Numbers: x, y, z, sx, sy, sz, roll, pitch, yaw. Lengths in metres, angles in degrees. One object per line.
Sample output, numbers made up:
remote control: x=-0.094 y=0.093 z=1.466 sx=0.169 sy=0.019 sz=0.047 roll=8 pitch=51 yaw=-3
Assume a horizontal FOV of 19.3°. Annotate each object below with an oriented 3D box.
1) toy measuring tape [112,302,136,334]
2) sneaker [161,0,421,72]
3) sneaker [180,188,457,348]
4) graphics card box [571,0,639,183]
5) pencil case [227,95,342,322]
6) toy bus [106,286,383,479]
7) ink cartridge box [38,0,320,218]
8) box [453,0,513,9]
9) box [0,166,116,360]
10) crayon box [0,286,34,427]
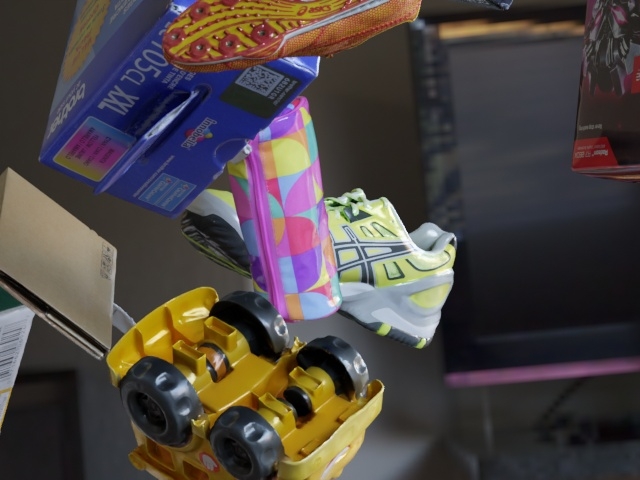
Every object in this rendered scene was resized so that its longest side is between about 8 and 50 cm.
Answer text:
toy measuring tape: x=-0.228 y=0.200 z=2.525 sx=0.121 sy=0.330 sz=0.121 roll=-49 pitch=1 yaw=2
sneaker: x=-0.015 y=-0.136 z=1.208 sx=0.175 sy=0.064 sz=0.067 roll=-14 pitch=-31 yaw=-3
sneaker: x=0.000 y=0.000 z=2.137 sx=0.384 sy=0.147 sz=0.145 roll=23 pitch=1 yaw=-43
graphics card box: x=0.382 y=-0.253 z=2.101 sx=0.094 sy=0.371 sz=0.233 roll=7 pitch=-1 yaw=-17
pencil case: x=-0.043 y=-0.031 z=1.891 sx=0.104 sy=0.236 sz=0.104 roll=-11 pitch=20 yaw=4
toy bus: x=-0.064 y=0.178 z=1.631 sx=0.220 sy=0.211 sz=0.149 roll=25 pitch=42 yaw=30
ink cartridge box: x=-0.113 y=-0.207 z=1.679 sx=0.151 sy=0.396 sz=0.270 roll=22 pitch=-38 yaw=-23
box: x=0.177 y=-0.386 z=1.933 sx=0.073 sy=0.293 sz=0.295 roll=29 pitch=-1 yaw=-22
box: x=-0.290 y=0.022 z=2.040 sx=0.021 sy=0.164 sz=0.201 roll=-41 pitch=26 yaw=20
crayon box: x=-0.479 y=0.169 z=2.126 sx=0.083 sy=0.203 sz=0.323 roll=31 pitch=26 yaw=25
